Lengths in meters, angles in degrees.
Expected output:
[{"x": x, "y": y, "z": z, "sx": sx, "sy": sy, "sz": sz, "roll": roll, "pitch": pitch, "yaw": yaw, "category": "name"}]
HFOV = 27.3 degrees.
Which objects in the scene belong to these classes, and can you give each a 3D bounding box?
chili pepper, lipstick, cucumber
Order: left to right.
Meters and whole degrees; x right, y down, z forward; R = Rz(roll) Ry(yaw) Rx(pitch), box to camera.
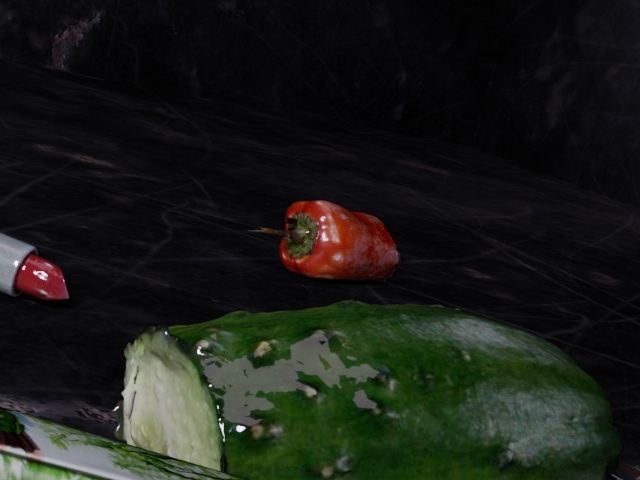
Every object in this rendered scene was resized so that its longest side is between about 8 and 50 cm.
[{"x": -0.277, "y": 0.007, "z": 1.035, "sx": 0.186, "sy": 0.063, "sz": 0.057, "roll": 22, "pitch": 12, "yaw": 7, "category": "lipstick"}, {"x": 0.000, "y": 0.000, "z": 1.360, "sx": 0.192, "sy": 0.084, "sz": 0.086, "roll": 7, "pitch": -21, "yaw": -43, "category": "chili pepper"}, {"x": 0.056, "y": 0.096, "z": 0.775, "sx": 0.325, "sy": 0.105, "sz": 0.145, "roll": 3, "pitch": 13, "yaw": -30, "category": "cucumber"}]

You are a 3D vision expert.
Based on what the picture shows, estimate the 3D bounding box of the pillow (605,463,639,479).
[{"x": 0.233, "y": 0.184, "z": 0.832, "sx": 0.255, "sy": 0.034, "sz": 0.189, "roll": 8, "pitch": 14, "yaw": -35, "category": "pillow"}]

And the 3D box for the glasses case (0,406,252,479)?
[{"x": -0.139, "y": 0.093, "z": 0.519, "sx": 0.272, "sy": 0.062, "sz": 0.095, "roll": 23, "pitch": -11, "yaw": -33, "category": "glasses case"}]
